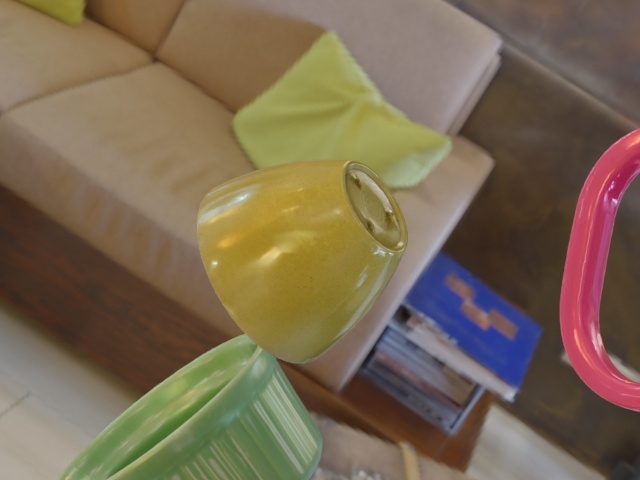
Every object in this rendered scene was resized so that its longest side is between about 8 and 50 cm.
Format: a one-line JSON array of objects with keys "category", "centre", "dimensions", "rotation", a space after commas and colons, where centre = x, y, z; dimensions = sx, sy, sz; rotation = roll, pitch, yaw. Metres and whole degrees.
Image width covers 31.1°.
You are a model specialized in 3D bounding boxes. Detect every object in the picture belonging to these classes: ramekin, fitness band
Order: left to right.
[{"category": "ramekin", "centre": [-0.143, 0.254, 1.309], "dimensions": [0.148, 0.303, 0.303], "rotation": [54, 21, -8]}, {"category": "fitness band", "centre": [0.338, 0.024, 1.124], "dimensions": [0.209, 0.291, 0.054], "rotation": [6, -8, 44]}]

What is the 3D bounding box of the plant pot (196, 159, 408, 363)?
[{"category": "plant pot", "centre": [0.000, 0.000, 0.751], "dimensions": [0.134, 0.095, 0.134], "rotation": [40, 33, -33]}]
